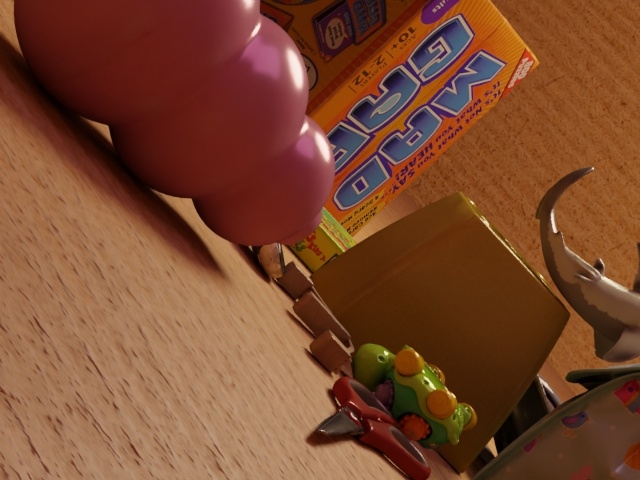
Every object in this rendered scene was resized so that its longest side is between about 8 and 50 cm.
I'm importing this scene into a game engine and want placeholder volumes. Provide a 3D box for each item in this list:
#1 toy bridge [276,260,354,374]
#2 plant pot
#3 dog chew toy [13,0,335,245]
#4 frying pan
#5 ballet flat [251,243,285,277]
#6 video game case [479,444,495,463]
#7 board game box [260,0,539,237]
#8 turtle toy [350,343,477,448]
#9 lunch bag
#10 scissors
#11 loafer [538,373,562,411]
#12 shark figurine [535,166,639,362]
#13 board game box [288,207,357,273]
[{"bbox_3d":[0.001,0.077,1.713,0.063,0.026,0.188,47,5,-23],"label":"toy bridge"},{"bbox_3d":[0.129,0.072,1.873,0.212,0.187,0.212,46,7,-10],"label":"plant pot"},{"bbox_3d":[-0.105,-0.132,1.556,0.332,0.206,0.206,53,3,-23],"label":"dog chew toy"},{"bbox_3d":[0.203,0.161,1.990,0.197,0.053,0.326,86,-11,-54],"label":"frying pan"},{"bbox_3d":[-0.073,-0.018,1.792,0.173,0.049,0.057,-121,-160,-46],"label":"ballet flat"},{"bbox_3d":[0.153,0.199,2.062,0.087,0.011,0.122,44,7,-21],"label":"video game case"},{"bbox_3d":[-0.004,-0.274,2.355,0.356,0.356,0.356,50,7,23],"label":"board game box"},{"bbox_3d":[0.081,0.139,1.674,0.130,0.066,0.095,50,5,26],"label":"turtle toy"},{"bbox_3d":[0.273,0.198,1.715,0.160,0.262,0.223,49,7,13],"label":"lunch bag"},{"bbox_3d":[0.019,0.140,1.489,0.109,0.021,0.297,53,9,23],"label":"scissors"},{"bbox_3d":[0.208,0.179,2.330,0.302,0.095,0.109,52,-24,7],"label":"loafer"},{"bbox_3d":[0.278,0.060,1.840,0.278,0.166,0.116,42,-31,27],"label":"shark figurine"},{"bbox_3d":[0.000,0.000,2.117,0.092,0.043,0.181,48,6,-1],"label":"board game box"}]
